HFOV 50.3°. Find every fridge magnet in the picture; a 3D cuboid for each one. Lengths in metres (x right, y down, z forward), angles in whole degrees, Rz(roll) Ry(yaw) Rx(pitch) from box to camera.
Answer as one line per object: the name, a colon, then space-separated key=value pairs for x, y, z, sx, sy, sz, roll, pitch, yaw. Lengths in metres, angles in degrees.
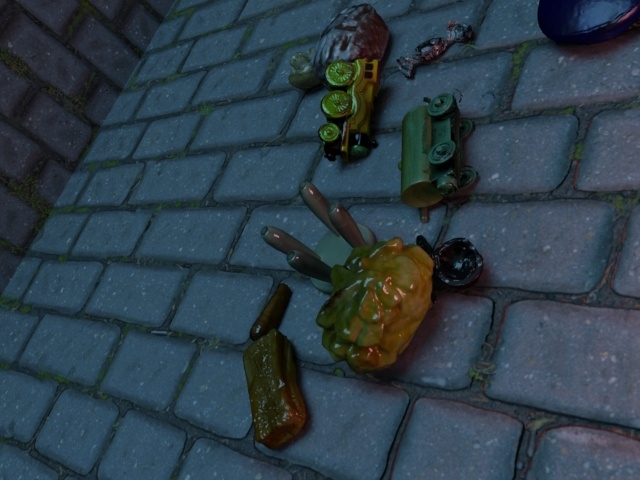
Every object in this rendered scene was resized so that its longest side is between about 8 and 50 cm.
fridge magnet: x=0.618 y=-0.542 z=1.524 sx=0.265 sy=0.113 sz=0.265 roll=-26 pitch=45 yaw=28

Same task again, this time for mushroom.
mushroom: x=-0.041 y=-0.541 z=2.146 sx=0.148 sy=0.112 sz=0.148 roll=-30 pitch=44 yaw=34

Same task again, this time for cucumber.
cucumber: x=0.236 y=0.033 z=1.491 sx=0.032 sy=0.032 sz=0.133 roll=-38 pitch=41 yaw=14

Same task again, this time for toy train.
toy train: x=0.256 y=-0.219 z=1.583 sx=0.189 sy=0.126 sz=0.307 roll=-14 pitch=49 yaw=25
toy train: x=0.081 y=-0.355 z=1.851 sx=0.161 sy=0.100 sz=0.296 roll=5 pitch=77 yaw=7

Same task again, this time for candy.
candy: x=0.308 y=-0.522 z=1.853 sx=0.226 sy=0.051 sz=0.094 roll=-27 pitch=47 yaw=25
candy: x=0.084 y=-0.573 z=2.021 sx=0.214 sy=0.157 sz=0.289 roll=0 pitch=60 yaw=39

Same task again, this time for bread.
bread: x=-0.111 y=0.334 z=1.543 sx=0.139 sy=0.077 sz=0.271 roll=-40 pitch=38 yaw=17

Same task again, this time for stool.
stool: x=0.000 y=0.000 z=1.612 sx=0.195 sy=0.199 sz=0.195 roll=-51 pitch=37 yaw=1

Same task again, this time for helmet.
helmet: x=0.286 y=0.057 z=1.393 sx=0.098 sy=0.070 sz=0.123 roll=-28 pitch=50 yaw=10

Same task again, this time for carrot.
carrot: x=-0.122 y=0.183 z=1.699 sx=0.055 sy=0.055 sz=0.161 roll=5 pitch=57 yaw=46

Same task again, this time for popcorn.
popcorn: x=0.114 y=0.126 z=1.390 sx=0.286 sy=0.215 sz=0.252 roll=-53 pitch=6 yaw=2

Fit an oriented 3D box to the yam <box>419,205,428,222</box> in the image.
yam: x=0.240 y=-0.091 z=1.595 sx=0.021 sy=0.021 sz=0.116 roll=-22 pitch=48 yaw=31
